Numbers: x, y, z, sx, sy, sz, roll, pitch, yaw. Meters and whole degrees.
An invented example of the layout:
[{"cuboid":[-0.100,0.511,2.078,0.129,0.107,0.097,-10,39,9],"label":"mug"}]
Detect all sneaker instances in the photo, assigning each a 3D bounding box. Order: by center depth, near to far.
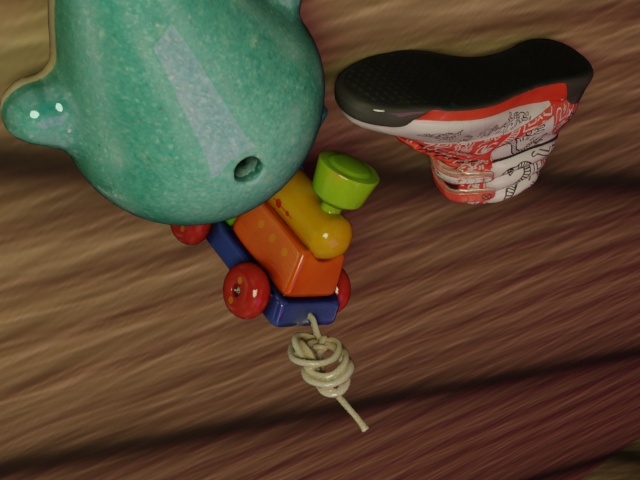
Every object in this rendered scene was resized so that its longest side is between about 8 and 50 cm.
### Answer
[{"cuboid":[0.115,-0.088,0.870,0.270,0.090,0.145,-14,139,-35],"label":"sneaker"}]

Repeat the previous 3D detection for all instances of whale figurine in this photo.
[{"cuboid":[-0.089,-0.113,0.598,0.216,0.141,0.272,-31,146,-7],"label":"whale figurine"}]

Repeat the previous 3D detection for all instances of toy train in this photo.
[{"cuboid":[0.000,0.000,0.733,0.105,0.248,0.143,1,128,-44],"label":"toy train"}]
